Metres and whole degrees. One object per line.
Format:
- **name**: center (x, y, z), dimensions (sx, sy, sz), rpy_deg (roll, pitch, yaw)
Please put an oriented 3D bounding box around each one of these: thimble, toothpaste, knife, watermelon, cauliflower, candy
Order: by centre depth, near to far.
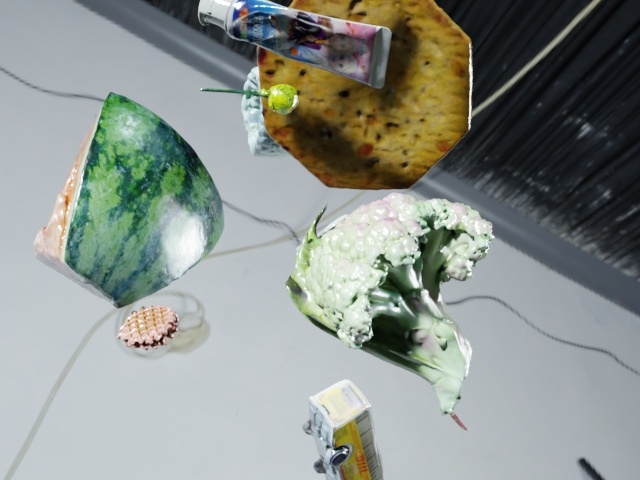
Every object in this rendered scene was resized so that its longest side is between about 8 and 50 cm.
- **candy**: center (-0.084, -0.174, 0.873), dimensions (0.123, 0.035, 0.035), rpy_deg (2, 55, -25)
- **cauliflower**: center (0.100, 0.081, 0.884), dimensions (0.239, 0.256, 0.315), rpy_deg (-37, 88, -33)
- **toothpaste**: center (-0.035, -0.279, 0.982), dimensions (0.266, 0.096, 0.061), rpy_deg (20, 54, 11)
- **watermelon**: center (-0.285, -0.009, 1.095), dimensions (0.250, 0.292, 0.283), rpy_deg (28, 53, -13)
- **knife**: center (0.003, -0.002, 1.545), dimensions (0.073, 0.265, 0.041), rpy_deg (-27, 87, -21)
- **thimble**: center (-0.076, -0.285, 1.633), dimensions (0.172, 0.250, 0.205), rpy_deg (-3, 91, -16)

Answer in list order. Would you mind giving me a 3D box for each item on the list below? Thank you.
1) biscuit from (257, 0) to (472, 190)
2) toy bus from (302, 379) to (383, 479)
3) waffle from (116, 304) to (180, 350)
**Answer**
- **biscuit**: center (0.067, -0.240, 1.141), dimensions (0.359, 0.359, 0.046), rpy_deg (31, 29, -4)
- **toy bus**: center (0.043, 0.352, 1.231), dimensions (0.106, 0.268, 0.092), rpy_deg (-27, 43, -18)
- **waffle**: center (-0.232, 0.117, 0.986), dimensions (0.083, 0.029, 0.075), rpy_deg (1, 35, 23)
